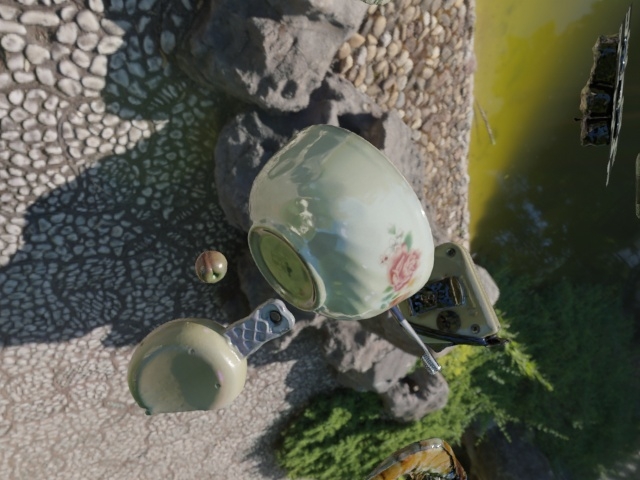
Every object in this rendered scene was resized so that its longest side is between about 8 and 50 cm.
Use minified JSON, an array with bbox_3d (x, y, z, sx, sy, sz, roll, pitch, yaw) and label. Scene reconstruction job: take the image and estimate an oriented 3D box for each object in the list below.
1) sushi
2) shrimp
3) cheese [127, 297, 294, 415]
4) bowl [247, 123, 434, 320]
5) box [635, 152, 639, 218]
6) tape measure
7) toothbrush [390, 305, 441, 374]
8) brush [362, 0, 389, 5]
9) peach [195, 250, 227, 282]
[{"bbox_3d":[0.680,-0.359,1.303,0.296,0.100,0.373,-46,133,-44],"label":"sushi"},{"bbox_3d":[0.098,0.292,0.606,0.148,0.035,0.195,-37,131,-2],"label":"shrimp"},{"bbox_3d":[-0.097,0.111,0.488,0.171,0.047,0.092,-14,107,12],"label":"cheese"},{"bbox_3d":[0.000,0.000,0.707,0.145,0.277,0.277,-39,152,-29],"label":"bowl"},{"bbox_3d":[0.617,-0.114,0.915,0.172,0.093,0.124,-33,119,-39],"label":"box"},{"bbox_3d":[0.280,0.159,1.252,0.231,0.271,0.133,-26,169,19],"label":"tape measure"},{"bbox_3d":[0.152,0.144,1.071,0.026,0.288,0.024,-29,171,-25],"label":"toothbrush"},{"bbox_3d":[0.077,-0.531,0.828,0.174,0.267,0.166,-15,175,-34],"label":"brush"},{"bbox_3d":[-0.271,0.063,1.309,0.083,0.083,0.083,-19,144,-15],"label":"peach"}]
